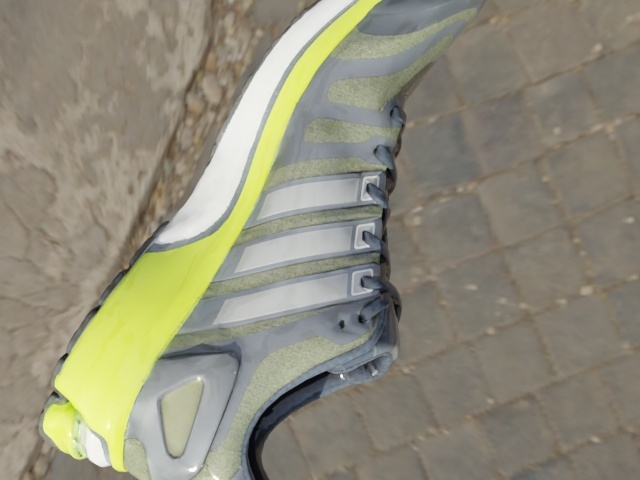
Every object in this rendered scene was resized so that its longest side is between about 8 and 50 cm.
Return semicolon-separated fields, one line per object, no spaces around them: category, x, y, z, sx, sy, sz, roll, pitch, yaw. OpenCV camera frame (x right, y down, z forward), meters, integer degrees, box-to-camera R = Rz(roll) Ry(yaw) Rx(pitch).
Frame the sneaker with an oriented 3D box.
sneaker;0.000;0.000;0.759;0.121;0.111;0.300;33;87;12
